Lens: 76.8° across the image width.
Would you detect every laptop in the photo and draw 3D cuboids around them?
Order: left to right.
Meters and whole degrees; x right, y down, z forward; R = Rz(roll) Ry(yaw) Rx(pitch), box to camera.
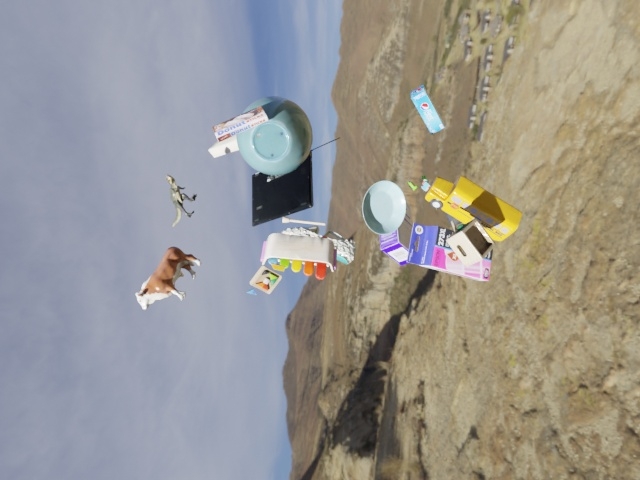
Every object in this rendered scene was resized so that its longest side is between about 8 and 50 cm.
[{"bbox_3d":[-0.113,-0.278,1.897,0.236,0.381,0.409,15,-112,-47],"label":"laptop"}]

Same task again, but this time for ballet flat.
[{"bbox_3d":[0.000,0.000,2.094,0.147,0.408,0.147,-56,-22,-36],"label":"ballet flat"}]

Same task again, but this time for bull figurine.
[{"bbox_3d":[-0.666,0.171,1.778,0.101,0.188,0.311,-48,20,60],"label":"bull figurine"}]

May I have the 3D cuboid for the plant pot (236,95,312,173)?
[{"bbox_3d":[-0.171,-0.365,1.452,0.195,0.289,0.291,-94,10,-71],"label":"plant pot"}]

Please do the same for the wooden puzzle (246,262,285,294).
[{"bbox_3d":[-0.155,0.113,1.157,0.117,0.078,0.014,-58,28,10],"label":"wooden puzzle"}]

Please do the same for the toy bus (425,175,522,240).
[{"bbox_3d":[0.572,-0.133,1.527,0.108,0.332,0.130,-55,-4,-30],"label":"toy bus"}]

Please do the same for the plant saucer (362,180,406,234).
[{"bbox_3d":[0.225,-0.120,1.474,0.037,0.194,0.195,10,93,61],"label":"plant saucer"}]

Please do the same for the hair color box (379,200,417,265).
[{"bbox_3d":[0.374,-0.071,1.989,0.185,0.110,0.339,35,-136,-39],"label":"hair color box"}]

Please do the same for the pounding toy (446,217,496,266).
[{"bbox_3d":[0.480,-0.004,1.332,0.130,0.141,0.100,-32,-5,-39],"label":"pounding toy"}]

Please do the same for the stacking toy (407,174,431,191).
[{"bbox_3d":[0.584,-0.263,2.120,0.166,0.221,0.052,-25,-29,-45],"label":"stacking toy"}]

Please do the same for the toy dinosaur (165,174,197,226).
[{"bbox_3d":[-0.589,-0.160,1.711,0.064,0.118,0.269,-57,-19,-51],"label":"toy dinosaur"}]

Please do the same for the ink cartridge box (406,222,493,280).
[{"bbox_3d":[0.556,0.049,1.719,0.069,0.370,0.176,155,128,-76],"label":"ink cartridge box"}]

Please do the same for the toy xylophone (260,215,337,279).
[{"bbox_3d":[-0.080,0.025,1.673,0.081,0.321,0.237,98,-175,-56],"label":"toy xylophone"}]

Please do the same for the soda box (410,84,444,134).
[{"bbox_3d":[0.488,-0.595,1.842,0.210,0.067,0.071,49,-149,-29],"label":"soda box"}]

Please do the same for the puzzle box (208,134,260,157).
[{"bbox_3d":[-0.338,-0.524,1.917,0.052,0.408,0.272,53,-123,-29],"label":"puzzle box"}]

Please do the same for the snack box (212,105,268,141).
[{"bbox_3d":[-0.264,-0.384,1.329,0.064,0.178,0.022,61,174,34],"label":"snack box"}]

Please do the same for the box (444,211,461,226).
[{"bbox_3d":[0.656,-0.141,1.951,0.102,0.087,0.101,60,-149,-15],"label":"box"}]
